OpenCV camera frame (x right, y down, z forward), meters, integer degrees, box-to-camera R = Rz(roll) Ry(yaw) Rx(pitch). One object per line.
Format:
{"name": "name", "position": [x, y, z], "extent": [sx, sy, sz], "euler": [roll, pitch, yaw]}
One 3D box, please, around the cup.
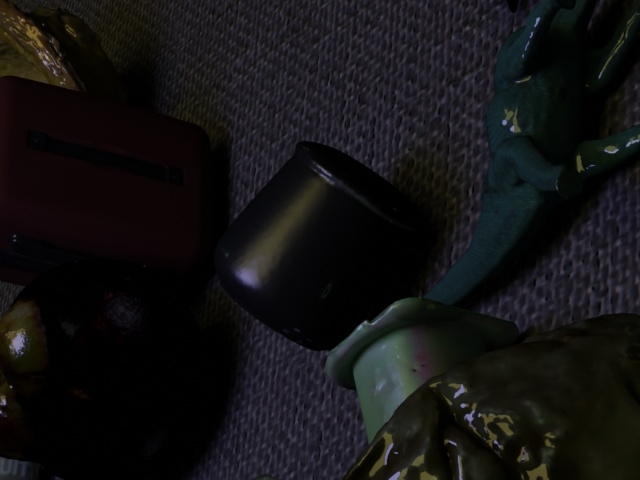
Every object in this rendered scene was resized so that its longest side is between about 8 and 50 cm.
{"name": "cup", "position": [0.000, 0.000, 1.652], "extent": [0.176, 0.169, 0.223], "euler": [-59, 0, 9]}

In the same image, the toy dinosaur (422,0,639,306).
{"name": "toy dinosaur", "position": [0.166, -0.099, 1.507], "extent": [0.331, 0.129, 0.383], "euler": [-34, 43, 57]}

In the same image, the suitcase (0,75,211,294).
{"name": "suitcase", "position": [-0.281, -0.053, 1.980], "extent": [0.161, 0.297, 0.236], "euler": [-49, 35, 46]}

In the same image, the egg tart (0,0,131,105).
{"name": "egg tart", "position": [-0.352, -0.213, 2.294], "extent": [0.120, 0.315, 0.315], "euler": [-33, 22, -21]}

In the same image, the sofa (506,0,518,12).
{"name": "sofa", "position": [0.170, -0.379, 1.576], "extent": [0.258, 0.182, 0.200], "euler": [-46, 36, 33]}

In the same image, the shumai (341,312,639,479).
{"name": "shumai", "position": [0.197, 0.231, 1.098], "extent": [0.330, 0.292, 0.288], "euler": [-47, 38, -6]}

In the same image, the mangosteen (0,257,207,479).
{"name": "mangosteen", "position": [-0.272, 0.143, 1.854], "extent": [0.287, 0.287, 0.233], "euler": [-19, 51, 53]}

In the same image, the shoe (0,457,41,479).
{"name": "shoe", "position": [-0.453, 0.322, 2.215], "extent": [0.293, 0.109, 0.149], "euler": [-23, 48, 47]}

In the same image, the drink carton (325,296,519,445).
{"name": "drink carton", "position": [0.093, 0.152, 1.415], "extent": [0.144, 0.146, 0.142], "euler": [-41, 48, 39]}

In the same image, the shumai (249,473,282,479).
{"name": "shumai", "position": [-0.096, 0.350, 1.504], "extent": [0.272, 0.222, 0.203], "euler": [-19, 44, -4]}
